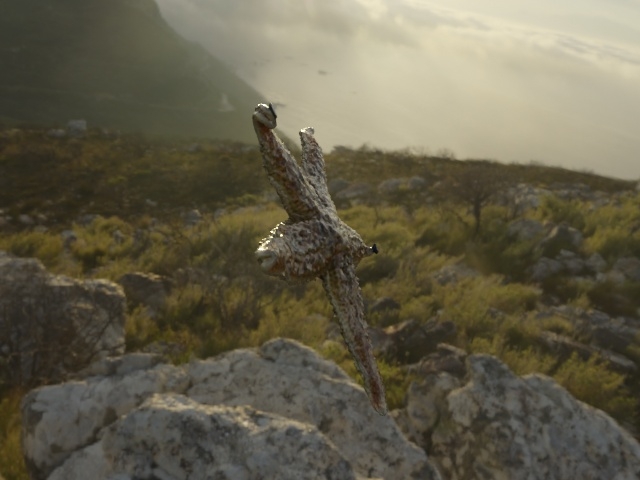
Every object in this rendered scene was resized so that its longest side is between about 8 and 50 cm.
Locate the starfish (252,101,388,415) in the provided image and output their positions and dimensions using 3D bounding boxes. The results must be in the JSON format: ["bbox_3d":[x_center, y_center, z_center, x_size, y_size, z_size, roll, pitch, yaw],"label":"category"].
[{"bbox_3d":[-0.005,0.002,0.540,0.048,0.295,0.231,-19,-22,19],"label":"starfish"}]
